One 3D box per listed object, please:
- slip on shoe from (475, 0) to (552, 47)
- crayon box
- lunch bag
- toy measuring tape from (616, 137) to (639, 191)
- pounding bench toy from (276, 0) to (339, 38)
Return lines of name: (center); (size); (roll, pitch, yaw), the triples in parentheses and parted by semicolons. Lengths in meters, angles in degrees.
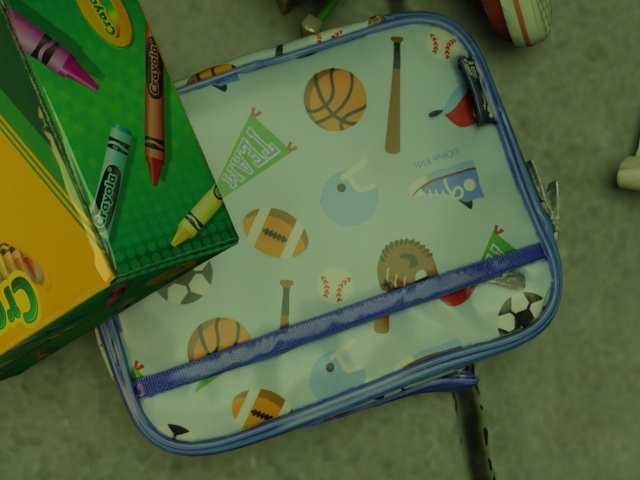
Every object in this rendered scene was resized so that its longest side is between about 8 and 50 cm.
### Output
slip on shoe: (0.053, -0.269, 0.876); (0.101, 0.123, 0.331); (-33, 92, 22)
crayon box: (-0.176, -0.021, 0.720); (0.081, 0.278, 0.165); (-19, 83, -41)
lunch bag: (0.000, 0.000, 0.820); (0.303, 0.115, 0.243); (-18, 86, -8)
toy measuring tape: (0.242, -0.201, 0.871); (0.121, 0.121, 0.330); (19, 80, -4)
pounding bench toy: (0.001, -0.182, 0.875); (0.065, 0.052, 0.083); (-26, 85, -10)
